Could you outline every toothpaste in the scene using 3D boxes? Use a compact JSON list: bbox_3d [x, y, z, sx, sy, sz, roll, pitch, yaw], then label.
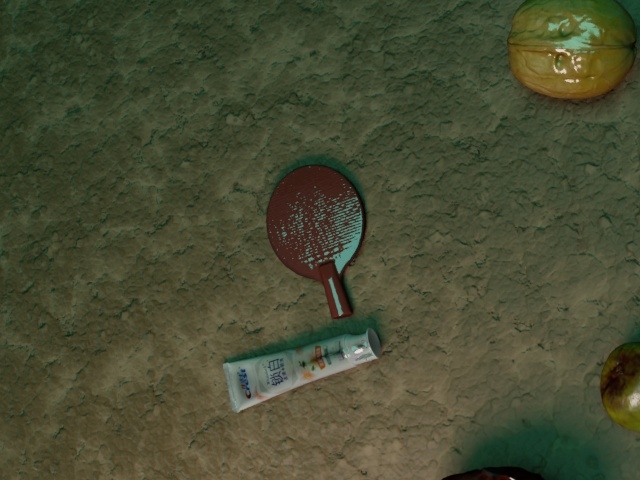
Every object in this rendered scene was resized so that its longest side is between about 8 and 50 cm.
[{"bbox_3d":[-0.041,0.239,1.951,0.323,0.066,0.100,-20,76,22],"label":"toothpaste"}]

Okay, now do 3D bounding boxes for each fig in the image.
[{"bbox_3d":[0.532,0.245,1.706,0.136,0.120,0.153,-150,57,-62],"label":"fig"}]

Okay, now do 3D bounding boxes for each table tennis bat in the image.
[{"bbox_3d":[0.000,0.000,1.977,0.200,0.038,0.310,-20,76,17],"label":"table tennis bat"}]

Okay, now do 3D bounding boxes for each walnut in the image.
[{"bbox_3d":[0.437,-0.344,1.791,0.225,0.193,0.193,15,88,20],"label":"walnut"}]

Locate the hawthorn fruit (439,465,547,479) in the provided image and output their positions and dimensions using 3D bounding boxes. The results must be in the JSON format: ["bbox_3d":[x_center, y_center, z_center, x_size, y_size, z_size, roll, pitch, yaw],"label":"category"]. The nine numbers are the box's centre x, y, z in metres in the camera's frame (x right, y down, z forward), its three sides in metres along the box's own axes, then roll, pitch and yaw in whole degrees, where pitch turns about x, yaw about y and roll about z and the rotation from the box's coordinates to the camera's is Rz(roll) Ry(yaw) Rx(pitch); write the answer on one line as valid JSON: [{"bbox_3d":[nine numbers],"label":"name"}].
[{"bbox_3d":[0.281,0.523,1.675,0.294,0.295,0.312,11,82,21],"label":"hawthorn fruit"}]
